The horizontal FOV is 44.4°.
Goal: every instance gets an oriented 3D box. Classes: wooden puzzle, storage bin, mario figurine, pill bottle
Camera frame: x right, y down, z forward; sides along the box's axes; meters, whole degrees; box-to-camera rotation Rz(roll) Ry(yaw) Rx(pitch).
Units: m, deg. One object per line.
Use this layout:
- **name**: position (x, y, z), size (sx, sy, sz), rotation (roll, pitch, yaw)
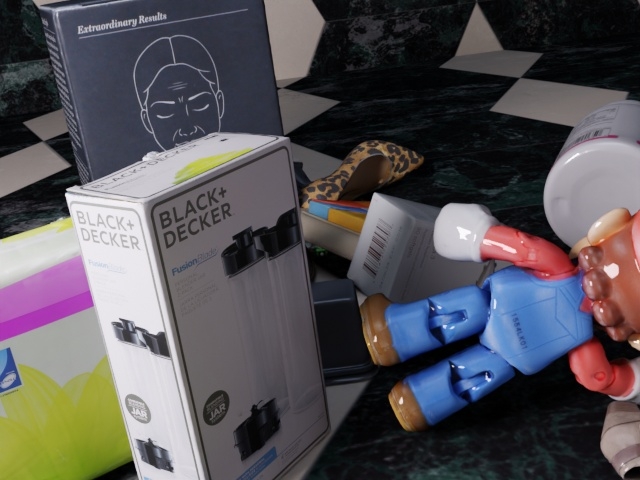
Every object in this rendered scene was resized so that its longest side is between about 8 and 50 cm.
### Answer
- **wooden puzzle**: position (0.087, -0.026, 1.127), size (0.238, 0.044, 0.221), rotation (-6, 18, -33)
- **storage bin**: position (-0.010, 0.094, 0.844), size (0.135, 0.091, 0.098), rotation (-6, 21, 2)
- **mario figurine**: position (0.207, 0.061, 0.711), size (0.320, 0.198, 0.170), rotation (-20, 41, 7)
- **pill bottle**: position (0.414, -0.099, 1.092), size (0.160, 0.160, 0.283), rotation (3, 24, 25)

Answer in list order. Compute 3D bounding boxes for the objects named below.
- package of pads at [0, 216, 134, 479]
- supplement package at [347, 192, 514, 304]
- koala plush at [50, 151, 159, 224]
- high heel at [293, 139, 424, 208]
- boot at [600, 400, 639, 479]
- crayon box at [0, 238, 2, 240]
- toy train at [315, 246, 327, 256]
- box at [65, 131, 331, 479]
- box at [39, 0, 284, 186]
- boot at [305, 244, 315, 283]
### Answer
- **package of pads**: position (-0.201, 0.096, 0.716), size (0.296, 0.229, 0.101), rotation (-22, 26, -30)
- **supplement package**: position (0.139, 0.026, 0.856), size (0.179, 0.105, 0.105), rotation (11, 13, -24)
- **koala plush**: position (-0.170, 0.009, 0.871), size (0.196, 0.221, 0.203), rotation (19, 21, -45)
- **high heel**: position (0.077, -0.088, 1.313), size (0.261, 0.093, 0.186), rotation (-10, 33, -12)
- **boot**: position (0.289, 0.165, 0.638), size (0.118, 0.042, 0.087), rotation (-5, 28, 10)
- **crayon box**: position (-0.385, 0.051, 0.821), size (0.081, 0.318, 0.202), rotation (-49, 21, 8)
- **toy train**: position (0.000, 0.000, 1.171), size (0.017, 0.024, 0.083), rotation (-7, 21, 0)
- **box**: position (-0.088, 0.071, 0.654), size (0.087, 0.290, 0.169), rotation (9, 26, 36)
- **box**: position (-0.228, -0.181, 1.199), size (0.293, 0.396, 0.212), rotation (-15, 23, -20)
- **boot**: position (-0.057, 0.016, 1.035), size (0.082, 0.106, 0.219), rotation (-3, 22, 12)
